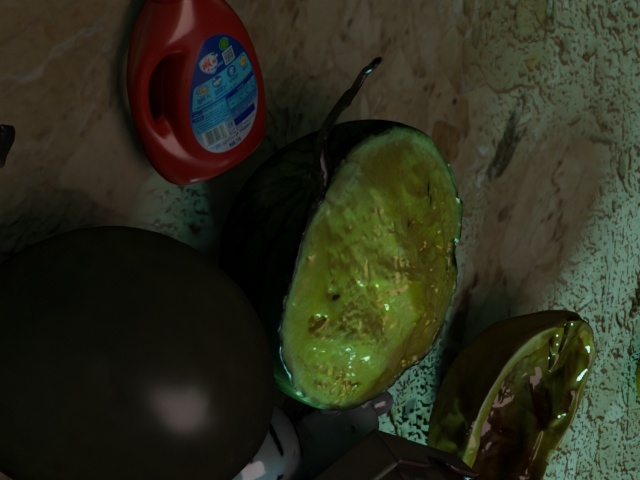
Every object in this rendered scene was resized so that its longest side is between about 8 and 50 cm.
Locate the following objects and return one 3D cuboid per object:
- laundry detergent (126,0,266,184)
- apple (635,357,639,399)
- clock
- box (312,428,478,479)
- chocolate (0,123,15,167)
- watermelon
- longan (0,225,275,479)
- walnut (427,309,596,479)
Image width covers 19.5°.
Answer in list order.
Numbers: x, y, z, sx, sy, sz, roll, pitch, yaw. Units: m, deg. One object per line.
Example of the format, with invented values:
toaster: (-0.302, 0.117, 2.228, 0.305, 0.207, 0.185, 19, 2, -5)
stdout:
laundry detergent: (-0.088, -0.119, 1.200, 0.097, 0.049, 0.165, -38, 134, -25)
apple: (0.370, 0.133, 1.851, 0.114, 0.099, 0.102, -37, 133, -26)
clock: (-0.030, 0.149, 1.369, 0.176, 0.080, 0.117, 2, 137, -50)
box: (0.021, 0.247, 1.414, 0.215, 0.086, 0.215, -40, 159, 8)
chocolate: (-0.282, 0.061, 1.059, 0.329, 0.065, 0.102, -60, 175, -5)
watermelon: (0.002, 0.006, 1.311, 0.204, 0.127, 0.232, -58, 142, -16)
longan: (-0.126, 0.080, 1.160, 0.212, 0.198, 0.198, 29, 88, -32)
walnut: (0.147, 0.144, 1.600, 0.167, 0.087, 0.211, 27, 89, -57)
